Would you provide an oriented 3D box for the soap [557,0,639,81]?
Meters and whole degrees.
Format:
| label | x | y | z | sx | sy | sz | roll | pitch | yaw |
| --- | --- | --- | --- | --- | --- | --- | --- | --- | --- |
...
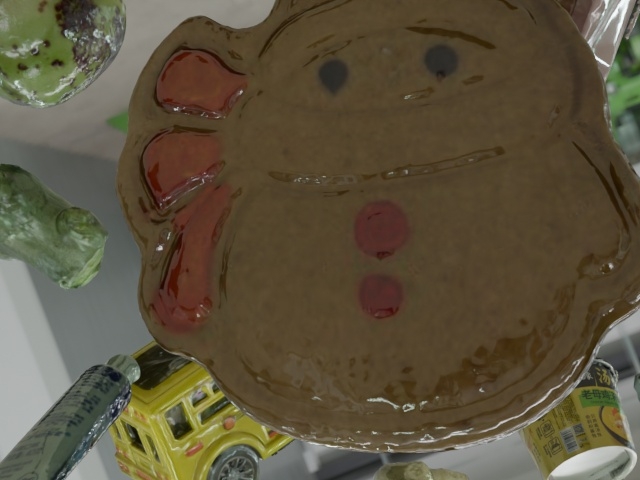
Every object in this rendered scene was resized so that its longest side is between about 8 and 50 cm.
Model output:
| label | x | y | z | sx | sy | sz | roll | pitch | yaw |
| --- | --- | --- | --- | --- | --- | --- | --- | --- | --- |
| soap | 0.172 | -0.232 | 1.034 | 0.218 | 0.273 | 0.098 | 28 | -158 | 28 |

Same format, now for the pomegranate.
| label | x | y | z | sx | sy | sz | roll | pitch | yaw |
| --- | --- | --- | --- | --- | --- | --- | --- | --- | --- |
| pomegranate | -0.318 | -0.289 | 1.471 | 0.204 | 0.222 | 0.277 | -14 | 146 | -35 |

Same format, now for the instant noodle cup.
| label | x | y | z | sx | sy | sz | roll | pitch | yaw |
| --- | --- | --- | --- | --- | --- | --- | --- | --- | --- |
| instant noodle cup | 0.308 | 0.231 | 1.578 | 0.151 | 0.122 | 0.151 | -7 | 141 | -6 |

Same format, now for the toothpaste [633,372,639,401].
| label | x | y | z | sx | sy | sz | roll | pitch | yaw |
| --- | --- | --- | --- | --- | --- | --- | --- | --- | --- |
| toothpaste | 0.217 | 0.073 | 0.722 | 0.031 | 0.049 | 0.204 | -12 | 161 | -11 |

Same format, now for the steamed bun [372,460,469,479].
| label | x | y | z | sx | sy | sz | roll | pitch | yaw |
| --- | --- | --- | --- | --- | --- | --- | --- | --- | --- |
| steamed bun | 0.113 | 0.316 | 1.340 | 0.106 | 0.177 | 0.192 | -6 | 135 | -14 |

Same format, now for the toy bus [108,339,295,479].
| label | x | y | z | sx | sy | sz | roll | pitch | yaw |
| --- | --- | --- | --- | --- | --- | --- | --- | --- | --- |
| toy bus | -0.052 | 0.120 | 1.290 | 0.330 | 0.152 | 0.144 | -33 | -152 | -29 |

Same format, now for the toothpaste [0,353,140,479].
| label | x | y | z | sx | sy | sz | roll | pitch | yaw |
| --- | --- | --- | --- | --- | --- | --- | --- | --- | --- |
| toothpaste | -0.159 | 0.121 | 0.796 | 0.062 | 0.037 | 0.216 | -17 | -166 | 18 |

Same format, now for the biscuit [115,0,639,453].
| label | x | y | z | sx | sy | sz | roll | pitch | yaw |
| --- | --- | --- | --- | --- | --- | --- | --- | --- | --- |
| biscuit | 0.038 | -0.052 | 0.853 | 0.358 | 0.381 | 0.074 | -3 | 167 | 11 |

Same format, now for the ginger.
| label | x | y | z | sx | sy | sz | roll | pitch | yaw |
| --- | --- | --- | --- | --- | --- | --- | --- | --- | --- |
| ginger | -0.340 | -0.040 | 1.311 | 0.089 | 0.290 | 0.137 | -63 | 160 | -12 |
